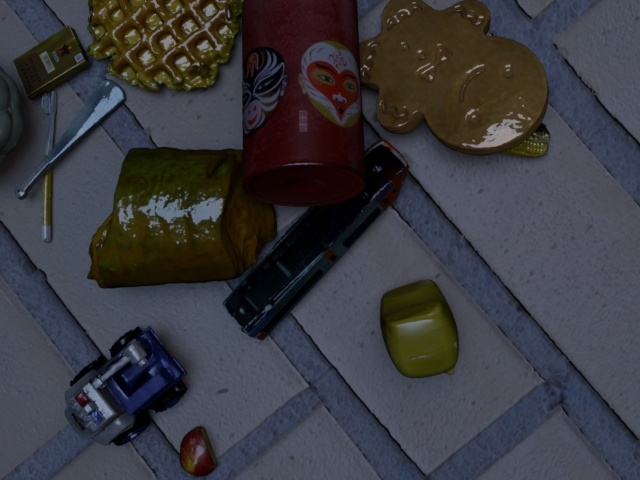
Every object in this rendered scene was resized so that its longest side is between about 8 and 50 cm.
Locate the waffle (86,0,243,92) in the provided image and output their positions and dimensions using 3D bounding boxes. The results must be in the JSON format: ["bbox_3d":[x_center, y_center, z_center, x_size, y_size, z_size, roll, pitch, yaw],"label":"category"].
[{"bbox_3d":[-0.284,-0.433,1.428,0.302,0.068,0.324,9,90,7],"label":"waffle"}]

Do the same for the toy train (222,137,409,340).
[{"bbox_3d":[0.000,0.000,1.366,0.409,0.089,0.086,-46,62,2],"label":"toy train"}]

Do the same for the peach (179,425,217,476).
[{"bbox_3d":[-0.220,0.383,1.400,0.077,0.050,0.083,22,87,6],"label":"peach"}]

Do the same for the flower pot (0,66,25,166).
[{"bbox_3d":[-0.655,-0.226,1.382,0.246,0.246,0.195,-1,56,7],"label":"flower pot"}]

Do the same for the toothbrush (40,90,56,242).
[{"bbox_3d":[-0.519,-0.140,1.469,0.024,0.021,0.288,0,88,18],"label":"toothbrush"}]

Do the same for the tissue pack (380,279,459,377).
[{"bbox_3d":[0.166,0.153,1.297,0.123,0.178,0.127,-16,104,7],"label":"tissue pack"}]

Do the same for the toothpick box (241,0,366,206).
[{"bbox_3d":[-0.030,-0.243,1.288,0.204,0.204,0.333,-3,74,7],"label":"toothpick box"}]

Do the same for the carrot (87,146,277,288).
[{"bbox_3d":[-0.257,-0.041,1.327,0.341,0.241,0.241,-2,88,5],"label":"carrot"}]

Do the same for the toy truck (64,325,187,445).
[{"bbox_3d":[-0.351,0.260,1.355,0.213,0.177,0.161,-41,85,3],"label":"toy truck"}]

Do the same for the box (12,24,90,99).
[{"bbox_3d":[-0.510,-0.336,1.464,0.133,0.023,0.090,-31,72,5],"label":"box"}]

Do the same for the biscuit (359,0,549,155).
[{"bbox_3d":[0.216,-0.282,1.320,0.355,0.052,0.275,40,88,24],"label":"biscuit"}]

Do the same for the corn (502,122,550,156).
[{"bbox_3d":[0.298,-0.190,1.349,0.203,0.072,0.072,14,90,7],"label":"corn"}]

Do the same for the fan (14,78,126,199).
[{"bbox_3d":[-0.475,-0.189,1.451,0.057,0.023,0.282,43,85,0],"label":"fan"}]
